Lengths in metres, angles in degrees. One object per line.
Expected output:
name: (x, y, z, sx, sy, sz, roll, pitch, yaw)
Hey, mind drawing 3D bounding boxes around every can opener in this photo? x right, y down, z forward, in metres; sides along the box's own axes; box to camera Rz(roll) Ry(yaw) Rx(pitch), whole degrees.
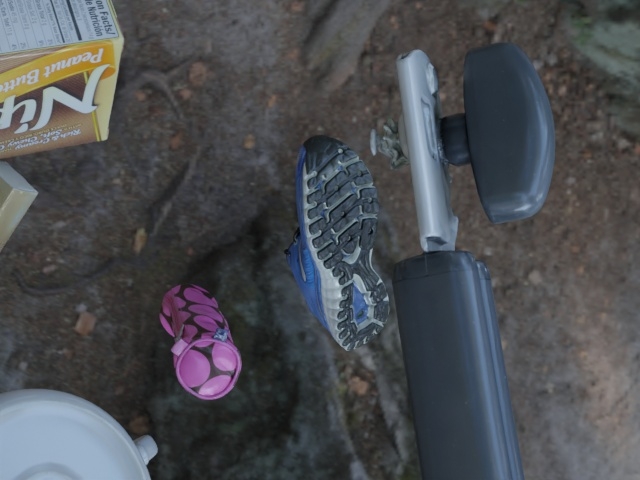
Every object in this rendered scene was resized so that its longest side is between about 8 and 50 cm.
can opener: (0.080, 0.028, 0.525, 0.074, 0.093, 0.281, 21, 64, -67)

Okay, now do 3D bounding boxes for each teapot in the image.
teapot: (-0.291, 0.267, 0.967, 0.256, 0.187, 0.253, 27, 57, -26)

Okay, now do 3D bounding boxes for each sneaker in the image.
sneaker: (0.000, 0.000, 1.454, 0.129, 0.147, 0.330, -28, 127, -30)

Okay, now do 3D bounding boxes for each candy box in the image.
candy box: (-0.357, -0.147, 0.964, 0.316, 0.183, 0.088, -14, 70, -23)

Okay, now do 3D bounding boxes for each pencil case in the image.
pencil case: (-0.166, 0.125, 1.351, 0.098, 0.209, 0.095, 29, 96, -21)

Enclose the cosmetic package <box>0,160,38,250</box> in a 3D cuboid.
cosmetic package: (-0.357, -0.024, 1.071, 0.115, 0.060, 0.041, -56, 158, 11)
